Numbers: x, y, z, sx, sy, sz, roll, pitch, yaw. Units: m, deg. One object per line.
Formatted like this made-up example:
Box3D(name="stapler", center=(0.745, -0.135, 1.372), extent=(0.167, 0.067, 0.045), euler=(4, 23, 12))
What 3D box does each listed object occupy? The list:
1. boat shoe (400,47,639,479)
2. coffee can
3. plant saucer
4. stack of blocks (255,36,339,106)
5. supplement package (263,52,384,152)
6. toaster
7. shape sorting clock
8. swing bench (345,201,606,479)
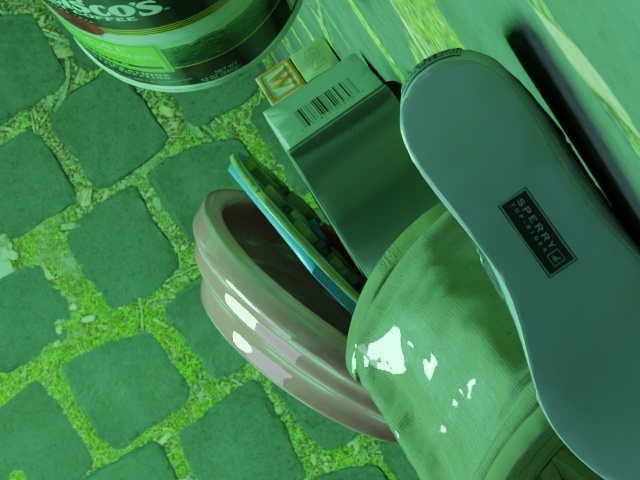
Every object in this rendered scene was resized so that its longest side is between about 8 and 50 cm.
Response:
Box3D(name="boat shoe", center=(0.111, 0.010, 0.759), extent=(0.228, 0.080, 0.076), euler=(55, -162, -6))
Box3D(name="coffee can", center=(-0.122, -0.233, 1.125), extent=(0.201, 0.201, 0.275), euler=(58, -179, 11))
Box3D(name="plant saucer", center=(0.016, 0.078, 1.488), extent=(0.332, 0.084, 0.332), euler=(32, -166, -9))
Box3D(name="stack of blocks", center=(0.056, -0.056, 1.751), extent=(0.297, 0.087, 0.171), euler=(57, 180, 30))
Box3D(name="supplement package", center=(0.044, -0.059, 1.482), extent=(0.179, 0.105, 0.105), euler=(57, 178, -36))
Box3D(name="toaster", center=(0.071, -0.015, 1.237), extent=(0.168, 0.110, 0.185), euler=(57, 179, 24))
Box3D(name="shape sorting clock", center=(0.000, 0.000, 1.356), extent=(0.206, 0.040, 0.206), euler=(49, -179, -2))
Box3D(name="swing bench", center=(0.134, 0.135, 0.996), extent=(0.254, 0.165, 0.253), euler=(58, 180, -28))
